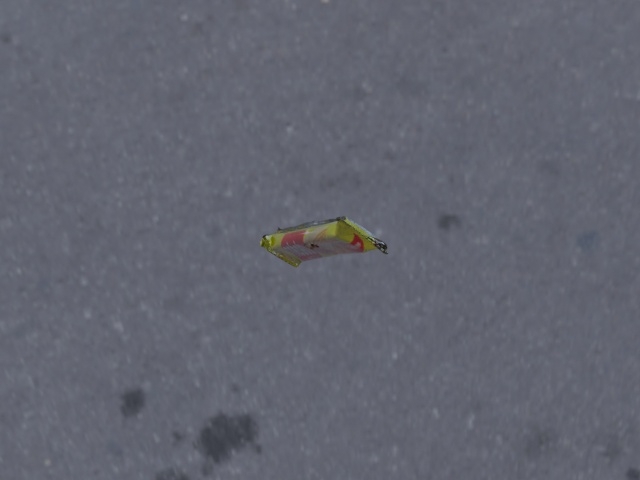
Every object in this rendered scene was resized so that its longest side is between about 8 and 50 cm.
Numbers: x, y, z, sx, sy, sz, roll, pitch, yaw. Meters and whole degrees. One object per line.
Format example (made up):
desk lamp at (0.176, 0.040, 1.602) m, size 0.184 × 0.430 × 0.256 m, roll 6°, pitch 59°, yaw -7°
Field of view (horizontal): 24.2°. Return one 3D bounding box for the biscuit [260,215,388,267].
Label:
biscuit at (0.000, 0.000, 1.309) m, size 0.048 × 0.292 × 0.026 m, roll 28°, pitch 81°, yaw -11°
